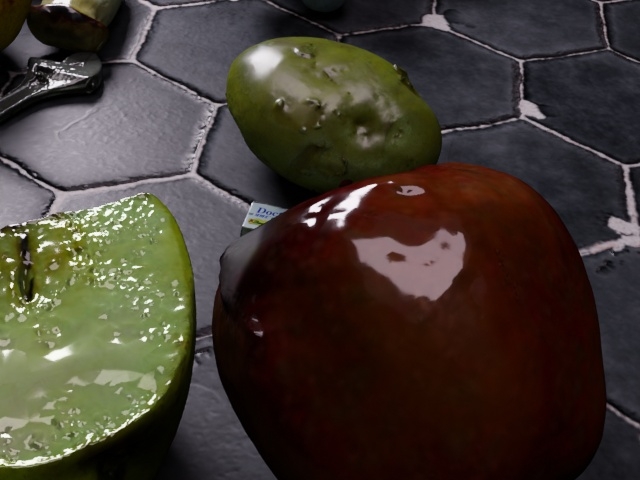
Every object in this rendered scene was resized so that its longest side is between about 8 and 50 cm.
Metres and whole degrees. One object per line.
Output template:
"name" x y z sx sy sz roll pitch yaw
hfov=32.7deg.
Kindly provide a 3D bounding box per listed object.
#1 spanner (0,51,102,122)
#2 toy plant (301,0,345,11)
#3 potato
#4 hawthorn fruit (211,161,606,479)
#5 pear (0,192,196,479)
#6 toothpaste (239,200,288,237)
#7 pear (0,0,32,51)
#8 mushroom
"spanner" -0.375 -0.149 1.269 0.093 0.026 0.325 27 45 20
"toy plant" -0.024 -0.458 1.560 0.247 0.247 0.332 25 50 20
"potato" 0.012 -0.134 1.224 0.253 0.148 0.186 30 60 12
"hawthorn fruit" 0.072 0.099 0.867 0.308 0.325 0.308 1 -4 0
"pear" -0.213 0.129 0.856 0.286 0.176 0.282 -16 47 -19
"toothpaste" 0.000 0.000 1.144 0.164 0.034 0.046 12 40 5
"pear" -0.447 -0.302 1.302 0.209 0.209 0.209 5 40 -4
"mushroom" -0.316 -0.355 1.476 0.107 0.087 0.333 17 34 -13
